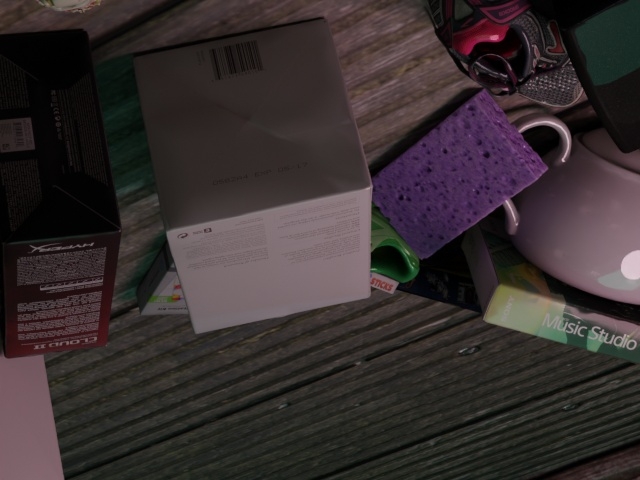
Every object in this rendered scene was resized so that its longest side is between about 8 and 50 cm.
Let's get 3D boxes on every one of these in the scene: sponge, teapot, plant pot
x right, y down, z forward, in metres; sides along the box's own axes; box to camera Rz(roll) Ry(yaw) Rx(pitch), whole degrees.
[{"bbox_3d":[0.150,-0.072,1.699,0.210,0.117,0.031,-38,-177,44],"label":"sponge"},{"bbox_3d":[0.348,-0.053,1.753,0.256,0.252,0.187,-19,131,-57],"label":"teapot"},{"bbox_3d":[0.307,-0.227,1.376,0.188,0.187,0.167,-26,141,27],"label":"plant pot"}]

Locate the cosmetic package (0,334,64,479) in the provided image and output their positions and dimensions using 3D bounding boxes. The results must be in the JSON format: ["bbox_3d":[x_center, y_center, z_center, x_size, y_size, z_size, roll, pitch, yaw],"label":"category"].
[{"bbox_3d":[-0.402,0.117,1.520,0.155,0.365,0.197,-28,151,30],"label":"cosmetic package"}]

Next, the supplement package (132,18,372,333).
[{"bbox_3d":[-0.064,-0.058,1.513,0.199,0.198,0.262,-12,155,-4],"label":"supplement package"}]

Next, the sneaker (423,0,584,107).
[{"bbox_3d":[0.185,-0.188,1.463,0.121,0.112,0.299,-25,154,25],"label":"sneaker"}]

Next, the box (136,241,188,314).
[{"bbox_3d":[-0.140,0.039,1.879,0.145,0.038,0.186,0,154,-25],"label":"box"}]

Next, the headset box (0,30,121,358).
[{"bbox_3d":[-0.270,-0.031,1.447,0.110,0.218,0.293,-6,154,-14],"label":"headset box"}]

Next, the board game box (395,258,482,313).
[{"bbox_3d":[0.216,0.062,1.942,0.165,0.042,0.243,4,-174,-32],"label":"board game box"}]

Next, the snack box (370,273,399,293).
[{"bbox_3d":[0.029,0.029,1.912,0.178,0.064,0.022,22,100,-52],"label":"snack box"}]

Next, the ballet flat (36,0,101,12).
[{"bbox_3d":[-0.221,-0.236,1.201,0.091,0.077,0.241,-16,156,1],"label":"ballet flat"}]

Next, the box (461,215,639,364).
[{"bbox_3d":[0.338,0.069,1.777,0.322,0.232,0.058,14,111,-7],"label":"box"}]

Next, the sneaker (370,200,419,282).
[{"bbox_3d":[0.000,0.000,1.760,0.295,0.123,0.109,1,152,-27],"label":"sneaker"}]
